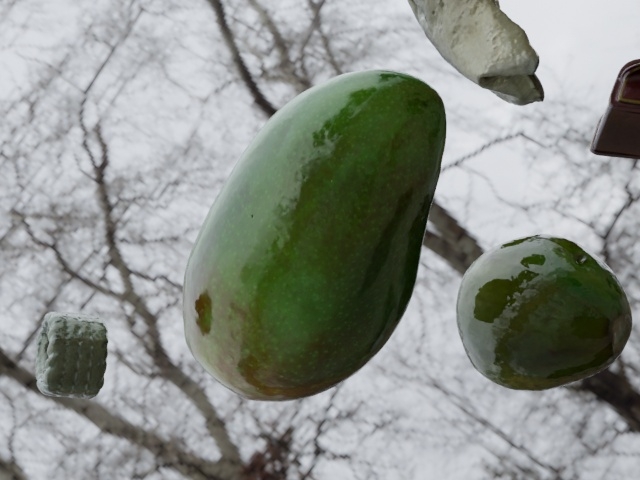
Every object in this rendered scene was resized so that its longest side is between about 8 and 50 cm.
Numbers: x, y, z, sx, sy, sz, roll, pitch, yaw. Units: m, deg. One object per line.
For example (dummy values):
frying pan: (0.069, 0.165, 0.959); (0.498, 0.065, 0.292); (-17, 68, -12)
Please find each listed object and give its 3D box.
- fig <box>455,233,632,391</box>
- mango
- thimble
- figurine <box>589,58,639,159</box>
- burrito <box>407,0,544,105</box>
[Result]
fig: (0.252, 0.084, 1.365); (0.181, 0.191, 0.181); (-9, -76, -41)
mango: (0.000, 0.000, 1.234); (0.382, 0.225, 0.201); (-58, -23, 19)
thimble: (-0.255, 0.116, 1.255); (0.062, 0.110, 0.084); (9, -86, -19)
figurine: (0.384, -0.174, 1.486); (0.154, 0.082, 0.098); (92, -172, -61)
burrito: (0.218, -0.338, 1.832); (0.135, 0.332, 0.190); (-24, -19, -2)
